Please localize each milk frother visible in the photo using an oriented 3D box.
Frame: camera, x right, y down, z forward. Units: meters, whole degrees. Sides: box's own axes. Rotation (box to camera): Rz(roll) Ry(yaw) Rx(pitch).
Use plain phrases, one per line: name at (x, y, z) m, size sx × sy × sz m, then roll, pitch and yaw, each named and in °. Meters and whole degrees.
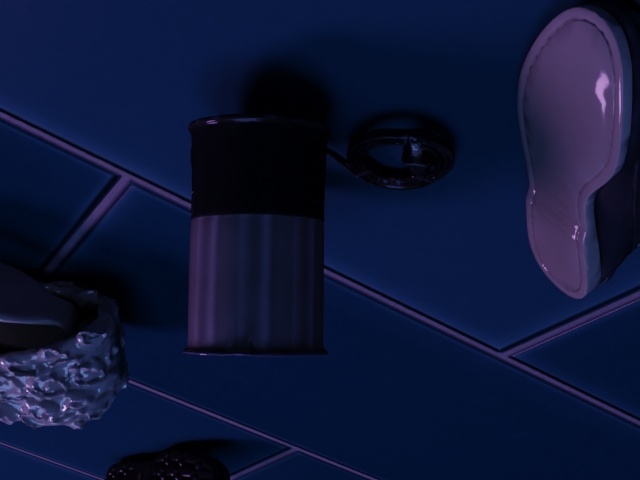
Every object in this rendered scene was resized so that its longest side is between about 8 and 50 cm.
milk frother at (0.000, 0.000, 0.575) m, size 0.143 × 0.134 × 0.129 m, roll -1°, pitch 176°, yaw 25°

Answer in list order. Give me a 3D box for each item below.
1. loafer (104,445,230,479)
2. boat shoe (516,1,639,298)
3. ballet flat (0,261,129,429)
loafer at (-0.169, 0.283, 1.128) m, size 0.078 × 0.076 × 0.223 m, roll 29°, pitch 149°, yaw -33°
boat shoe at (0.155, -0.052, 0.536) m, size 0.065 × 0.075 × 0.206 m, roll -29°, pitch 142°, yaw -15°
ballet flat at (-0.349, 0.046, 0.781) m, size 0.409 × 0.147 × 0.147 m, roll 11°, pitch 148°, yaw -12°
